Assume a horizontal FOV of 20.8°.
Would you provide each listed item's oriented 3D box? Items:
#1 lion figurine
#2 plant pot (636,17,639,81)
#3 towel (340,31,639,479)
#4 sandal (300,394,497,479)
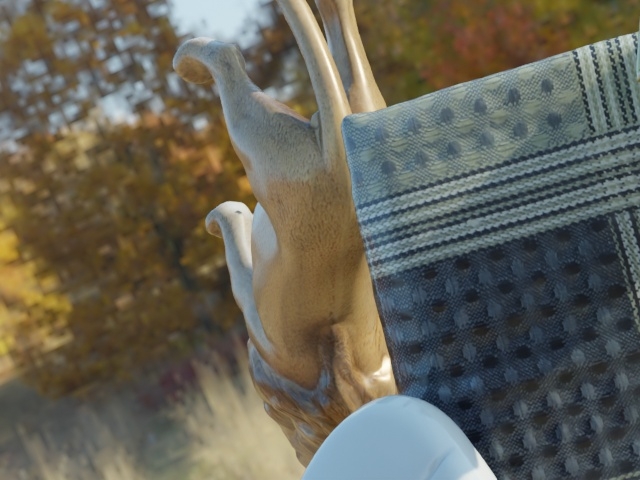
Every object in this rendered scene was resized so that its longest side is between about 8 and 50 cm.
[{"bbox_3d":[0.000,0.000,1.088,0.142,0.240,0.392,-20,-38,-3],"label":"lion figurine"},{"bbox_3d":[0.188,-0.104,0.733,0.081,0.083,0.081,-73,5,-53],"label":"plant pot"},{"bbox_3d":[0.197,0.046,0.869,0.324,0.312,0.056,-14,-2,6],"label":"towel"},{"bbox_3d":[0.082,0.263,0.757,0.102,0.416,0.169,18,-48,-42],"label":"sandal"}]
